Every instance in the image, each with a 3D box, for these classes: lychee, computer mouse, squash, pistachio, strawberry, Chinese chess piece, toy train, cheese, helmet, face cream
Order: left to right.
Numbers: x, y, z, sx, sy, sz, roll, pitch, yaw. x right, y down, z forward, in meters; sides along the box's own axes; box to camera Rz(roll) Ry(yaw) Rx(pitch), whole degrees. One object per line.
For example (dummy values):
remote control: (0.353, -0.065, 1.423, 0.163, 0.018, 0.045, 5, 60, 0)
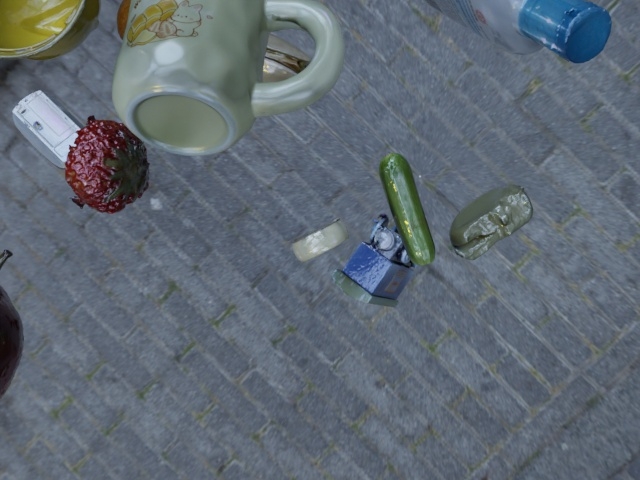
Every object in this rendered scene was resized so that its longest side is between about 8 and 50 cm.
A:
helmet: (-0.448, -0.368, 1.294, 0.257, 0.140, 0.205, -7, 82, 17)
computer mouse: (-0.537, -0.221, 1.643, 0.199, 0.045, 0.102, 42, 74, 15)
strawberry: (-0.307, -0.109, 1.193, 0.086, 0.145, 0.145, 7, 96, 33)
lychee: (-0.265, -0.350, 1.304, 0.140, 0.114, 0.101, 32, 115, 35)
pistachio: (-0.127, -0.424, 1.916, 0.223, 0.152, 0.126, 15, 82, 16)
Chinese chess piece: (0.000, 0.000, 1.690, 0.122, 0.122, 0.051, -26, 93, 8)
toy train: (0.156, 0.058, 1.920, 0.131, 0.300, 0.202, 35, 95, 20)
squash: (0.165, -0.059, 1.548, 0.066, 0.066, 0.228, -18, 103, 8)
cheese: (0.377, -0.038, 1.844, 0.202, 0.175, 0.091, -40, 104, -10)
face cream: (0.202, -0.294, 0.945, 0.080, 0.336, 0.163, -38, 131, -1)

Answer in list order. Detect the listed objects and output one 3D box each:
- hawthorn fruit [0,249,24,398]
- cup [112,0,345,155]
hawthorn fruit: (-0.485, 0.113, 1.050, 0.230, 0.210, 0.266, 38, 89, 15)
cup: (-0.113, -0.212, 0.986, 0.255, 0.173, 0.202, 12, 62, -14)
